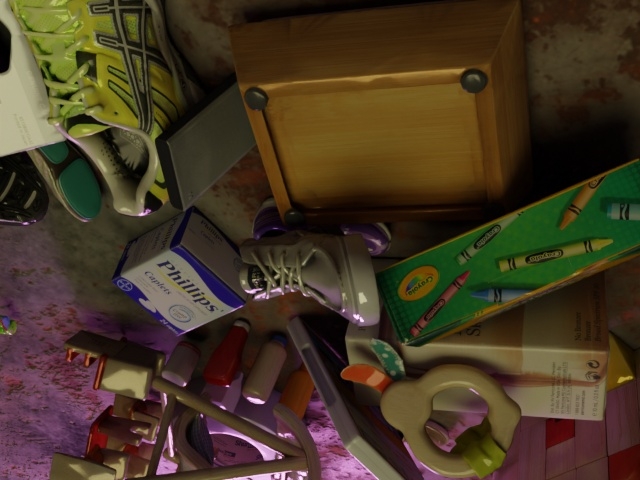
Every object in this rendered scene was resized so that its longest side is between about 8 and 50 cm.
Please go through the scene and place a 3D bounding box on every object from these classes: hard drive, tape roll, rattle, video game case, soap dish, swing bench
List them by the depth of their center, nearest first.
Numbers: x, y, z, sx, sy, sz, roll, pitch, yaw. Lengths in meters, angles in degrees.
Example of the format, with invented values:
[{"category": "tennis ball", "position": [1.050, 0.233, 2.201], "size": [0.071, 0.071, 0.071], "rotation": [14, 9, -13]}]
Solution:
[{"category": "soap dish", "position": [0.064, -0.120, 0.927], "size": [0.291, 0.118, 0.229], "rotation": [-2, 132, 15]}, {"category": "hard drive", "position": [-0.120, -0.108, 0.979], "size": [0.022, 0.135, 0.094], "rotation": [21, 140, 26]}, {"category": "rattle", "position": [0.131, 0.187, 1.057], "size": [0.199, 0.143, 0.130], "rotation": [21, 104, 16]}, {"category": "video game case", "position": [0.056, 0.232, 1.174], "size": [0.025, 0.285, 0.204], "rotation": [-40, 118, 4]}, {"category": "swing bench", "position": [-0.121, 0.336, 1.265], "size": [0.254, 0.165, 0.253], "rotation": [10, 144, 2]}, {"category": "tape roll", "position": [-0.134, 0.307, 1.425], "size": [0.219, 0.072, 0.219], "rotation": [7, 134, 7]}]

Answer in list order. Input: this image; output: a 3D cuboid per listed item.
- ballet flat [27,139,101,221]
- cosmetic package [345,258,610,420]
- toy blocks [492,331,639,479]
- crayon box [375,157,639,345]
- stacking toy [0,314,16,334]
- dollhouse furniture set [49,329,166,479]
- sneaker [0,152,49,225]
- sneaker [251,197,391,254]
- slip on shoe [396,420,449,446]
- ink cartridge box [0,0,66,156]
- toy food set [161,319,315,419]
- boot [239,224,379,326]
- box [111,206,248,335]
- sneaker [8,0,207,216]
[{"category": "ballet flat", "position": [-0.323, -0.097, 1.112], "size": [0.052, 0.057, 0.168], "rotation": [15, 139, 42]}, {"category": "cosmetic package", "position": [0.191, 0.115, 1.098], "size": [0.296, 0.153, 0.129], "rotation": [0, 131, 13]}, {"category": "toy blocks", "position": [0.356, 0.301, 1.154], "size": [0.191, 0.261, 0.381], "rotation": [36, 132, -20]}, {"category": "crayon box", "position": [0.204, 0.021, 0.932], "size": [0.278, 0.081, 0.165], "rotation": [-24, 169, 7]}, {"category": "stacking toy", "position": [-0.555, 0.058, 1.319], "size": [0.167, 0.052, 0.221], "rotation": [2, 135, 16]}, {"category": "dollhouse furniture set", "position": [-0.325, 0.277, 1.343], "size": [0.135, 0.262, 0.259], "rotation": [14, 101, 4]}, {"category": "sneaker", "position": [-0.460, -0.079, 1.130], "size": [0.271, 0.100, 0.108], "rotation": [18, 156, 9]}, {"category": "sneaker", "position": [0.000, 0.000, 1.094], "size": [0.170, 0.071, 0.068], "rotation": [6, 135, 8]}, {"category": "slip on shoe", "position": [0.127, 0.286, 1.355], "size": [0.135, 0.041, 0.051], "rotation": [25, 134, -9]}, {"category": "ink cartridge box", "position": [-0.437, -0.208, 0.988], "size": [0.239, 0.060, 0.275], "rotation": [-16, 119, -3]}, {"category": "toy food set", "position": [-0.124, 0.179, 1.297], "size": [0.232, 0.104, 0.111], "rotation": [4, 142, 28]}, {"category": "boot", "position": [-0.020, 0.040, 0.932], "size": [0.123, 0.258, 0.095], "rotation": [-10, 97, -8]}, {"category": "box", "position": [-0.177, 0.043, 1.182], "size": [0.137, 0.072, 0.126], "rotation": [-26, 122, 33]}, {"category": "sneaker", "position": [-0.226, -0.192, 0.917], "size": [0.145, 0.147, 0.385], "rotation": [-11, 128, 26]}]
